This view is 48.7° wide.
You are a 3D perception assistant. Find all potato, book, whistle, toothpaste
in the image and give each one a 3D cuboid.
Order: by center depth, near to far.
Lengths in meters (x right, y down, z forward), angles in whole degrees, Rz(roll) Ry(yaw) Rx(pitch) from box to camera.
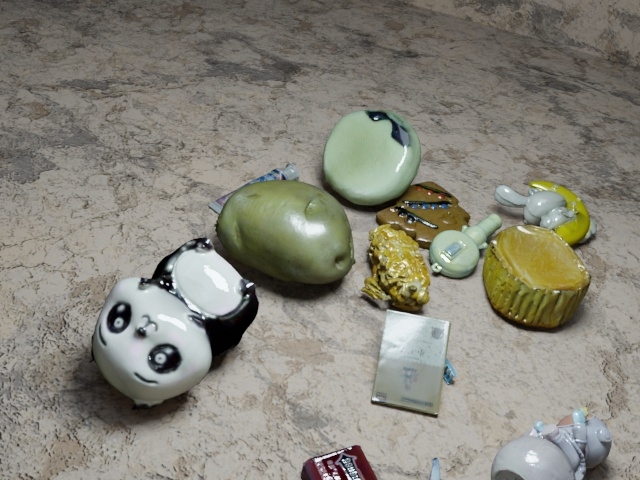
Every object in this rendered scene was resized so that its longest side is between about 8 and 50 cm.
[{"bbox_3d":[0.187,0.246,1.448,0.139,0.016,0.198,11,67,3],"label":"book"},{"bbox_3d":[-0.073,-0.025,1.642,0.326,0.221,0.243,22,49,21],"label":"potato"},{"bbox_3d":[0.370,0.008,1.790,0.258,0.067,0.126,-33,68,-30],"label":"whistle"},{"bbox_3d":[-0.168,-0.131,1.900,0.096,0.061,0.266,36,51,28],"label":"toothpaste"}]

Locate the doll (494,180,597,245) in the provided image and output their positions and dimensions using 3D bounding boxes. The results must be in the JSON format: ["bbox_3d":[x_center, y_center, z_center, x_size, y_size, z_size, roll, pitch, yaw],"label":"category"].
[{"bbox_3d":[0.633,-0.078,1.950,0.252,0.111,0.237,-13,59,-28],"label":"doll"}]

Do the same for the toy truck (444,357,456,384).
[{"bbox_3d":[0.226,0.245,1.501,0.074,0.063,0.136,4,41,-32],"label":"toy truck"}]

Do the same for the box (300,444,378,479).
[{"bbox_3d":[0.061,0.459,1.185,0.120,0.069,0.224,-9,40,-21],"label":"box"}]

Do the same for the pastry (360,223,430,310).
[{"bbox_3d":[0.176,0.067,1.671,0.154,0.102,0.250,13,34,-14],"label":"pastry"}]

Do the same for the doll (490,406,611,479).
[{"bbox_3d":[0.436,0.398,1.293,0.287,0.150,0.151,-17,45,-38],"label":"doll"}]

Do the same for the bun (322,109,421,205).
[{"bbox_3d":[0.150,-0.216,1.948,0.283,0.179,0.283,-8,68,21],"label":"bun"}]

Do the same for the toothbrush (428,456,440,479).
[{"bbox_3d":[0.180,0.496,1.138,0.042,0.035,0.413,5,27,7],"label":"toothbrush"}]

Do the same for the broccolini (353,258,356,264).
[{"bbox_3d":[-0.001,0.000,1.783,0.218,0.044,0.042,38,31,25],"label":"broccolini"}]

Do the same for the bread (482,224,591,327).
[{"bbox_3d":[0.511,0.087,1.691,0.228,0.142,0.253,2,41,-11],"label":"bread"}]

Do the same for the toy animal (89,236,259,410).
[{"bbox_3d":[-0.287,0.169,1.365,0.251,0.250,0.310,33,54,27],"label":"toy animal"}]

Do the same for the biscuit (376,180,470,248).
[{"bbox_3d":[0.291,-0.083,1.933,0.278,0.043,0.301,10,38,0],"label":"biscuit"}]
